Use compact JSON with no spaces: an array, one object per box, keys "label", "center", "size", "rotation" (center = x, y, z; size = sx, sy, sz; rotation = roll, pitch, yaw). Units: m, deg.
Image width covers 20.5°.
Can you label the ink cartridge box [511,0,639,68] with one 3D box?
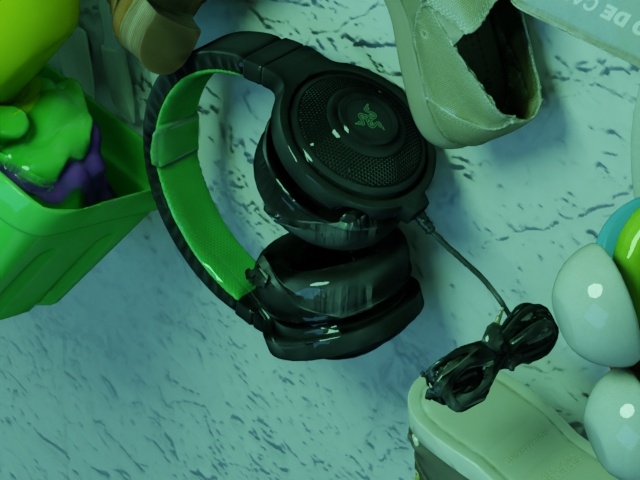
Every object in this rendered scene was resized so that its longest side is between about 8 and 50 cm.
[{"label":"ink cartridge box","center":[0.288,-0.173,0.857],"size":[0.309,0.130,0.272],"rotation":[31,103,23]}]

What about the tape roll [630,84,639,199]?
[{"label":"tape roll","center":[0.362,-0.020,1.033],"size":[0.392,0.072,0.392],"rotation":[26,132,33]}]

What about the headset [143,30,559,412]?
[{"label":"headset","center":[0.000,0.000,1.326],"size":[0.394,0.185,0.243],"rotation":[27,132,31]}]

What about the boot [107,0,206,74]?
[{"label":"boot","center":[-0.103,-0.234,1.368],"size":[0.197,0.073,0.152],"rotation":[-51,32,11]}]

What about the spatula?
[{"label":"spatula","center":[-0.181,-0.211,1.513],"size":[0.168,0.019,0.242],"rotation":[18,125,43]}]

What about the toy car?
[{"label":"toy car","center":[0.221,0.050,1.077],"size":[0.136,0.159,0.182],"rotation":[-123,14,-72]}]

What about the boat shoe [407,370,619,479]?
[{"label":"boat shoe","center":[0.181,0.215,1.255],"size":[0.324,0.116,0.097],"rotation":[39,144,34]}]

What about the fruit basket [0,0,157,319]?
[{"label":"fruit basket","center":[-0.290,-0.156,1.452],"size":[0.392,0.283,0.392],"rotation":[4,99,24]}]

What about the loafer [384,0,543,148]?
[{"label":"loafer","center":[0.092,-0.185,1.189],"size":[0.092,0.102,0.269],"rotation":[7,129,42]}]
